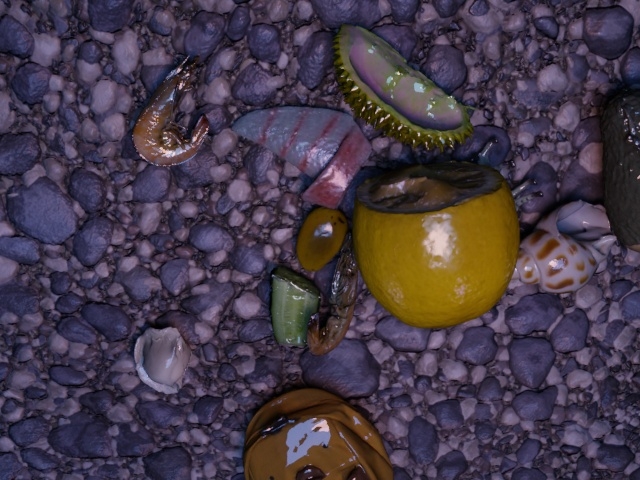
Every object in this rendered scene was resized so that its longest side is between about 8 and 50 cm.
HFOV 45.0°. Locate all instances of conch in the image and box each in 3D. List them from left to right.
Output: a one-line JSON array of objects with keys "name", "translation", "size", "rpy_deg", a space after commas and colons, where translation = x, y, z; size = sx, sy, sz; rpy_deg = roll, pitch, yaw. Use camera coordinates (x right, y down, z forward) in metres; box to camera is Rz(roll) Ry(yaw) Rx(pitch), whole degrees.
[{"name": "conch", "translation": [0.509, 0.027, 1.673], "size": [0.275, 0.149, 0.183], "rpy_deg": [-14, 77, -31]}]

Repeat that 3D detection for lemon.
[{"name": "lemon", "translation": [0.236, 0.023, 1.573], "size": [0.364, 0.364, 0.364], "rpy_deg": [-1, 108, -2]}]

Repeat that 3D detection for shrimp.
[{"name": "shrimp", "translation": [-0.295, -0.264, 1.612], "size": [0.143, 0.052, 0.251], "rpy_deg": [25, 113, -21]}, {"name": "shrimp", "translation": [0.027, 0.127, 1.683], "size": [0.058, 0.169, 0.296], "rpy_deg": [22, 124, 27]}]

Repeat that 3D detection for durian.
[{"name": "durian", "translation": [0.159, -0.294, 1.569], "size": [0.352, 0.158, 0.169], "rpy_deg": [33, 92, -8]}]

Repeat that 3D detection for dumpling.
[{"name": "dumpling", "translation": [-0.360, 0.264, 1.755], "size": [0.127, 0.108, 0.188], "rpy_deg": [22, 123, 17]}]

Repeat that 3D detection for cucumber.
[{"name": "cucumber", "translation": [-0.057, 0.145, 1.738], "size": [0.115, 0.086, 0.193], "rpy_deg": [1, 114, -2]}]

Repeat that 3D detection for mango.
[{"name": "mango", "translation": [0.000, 0.000, 1.697], "size": [0.103, 0.076, 0.161], "rpy_deg": [18, 115, -16]}]

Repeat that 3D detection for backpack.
[{"name": "backpack", "translation": [-0.018, 0.534, 1.804], "size": [0.353, 0.201, 0.378], "rpy_deg": [-36, 109, 4]}]

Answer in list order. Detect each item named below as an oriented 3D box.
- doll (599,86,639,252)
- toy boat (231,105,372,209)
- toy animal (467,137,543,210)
[{"name": "doll", "translation": [0.694, -0.150, 1.599], "size": [0.247, 0.247, 0.350], "rpy_deg": [-22, 98, 4]}, {"name": "toy boat", "translation": [-0.043, -0.207, 1.633], "size": [0.282, 0.096, 0.206], "rpy_deg": [30, 98, 1]}, {"name": "toy animal", "translation": [0.381, -0.095, 1.685], "size": [0.176, 0.073, 0.217], "rpy_deg": [-37, 102, 24]}]
